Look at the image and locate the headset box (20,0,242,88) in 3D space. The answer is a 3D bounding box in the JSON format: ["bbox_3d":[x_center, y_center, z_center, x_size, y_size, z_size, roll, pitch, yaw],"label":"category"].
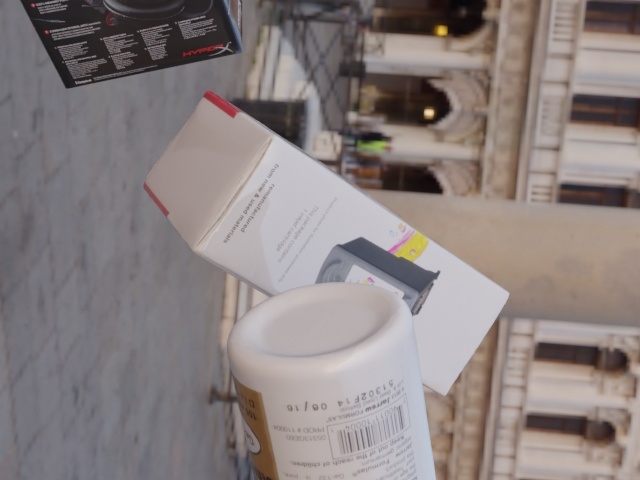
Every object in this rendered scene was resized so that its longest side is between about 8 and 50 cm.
[{"bbox_3d":[-0.225,-0.324,1.203,0.293,0.218,0.110,70,12,-48],"label":"headset box"}]

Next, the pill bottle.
[{"bbox_3d":[0.016,0.158,0.807,0.131,0.131,0.229,-78,159,-66],"label":"pill bottle"}]

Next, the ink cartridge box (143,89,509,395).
[{"bbox_3d":[0.000,0.000,1.099,0.131,0.306,0.226,-57,-152,3],"label":"ink cartridge box"}]
